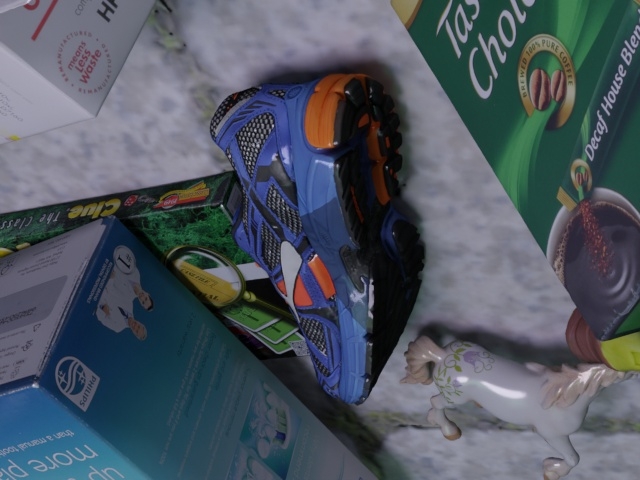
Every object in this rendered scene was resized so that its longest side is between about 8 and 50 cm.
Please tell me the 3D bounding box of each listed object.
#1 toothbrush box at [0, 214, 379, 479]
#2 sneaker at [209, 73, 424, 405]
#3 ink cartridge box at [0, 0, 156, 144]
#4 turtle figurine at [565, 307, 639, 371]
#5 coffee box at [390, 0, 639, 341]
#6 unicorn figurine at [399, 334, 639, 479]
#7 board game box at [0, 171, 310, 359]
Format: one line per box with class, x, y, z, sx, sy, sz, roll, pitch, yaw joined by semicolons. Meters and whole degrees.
toothbrush box;-0.127;0.147;0.728;0.216;0.126;0.295;-17;130;32
sneaker;0.000;0.000;0.612;0.087;0.083;0.221;14;136;25
ink cartridge box;-0.122;-0.099;0.475;0.181;0.104;0.061;-7;144;47
turtle figurine;0.208;0.077;0.509;0.269;0.087;0.217;35;170;-10
coffee box;0.092;-0.068;0.424;0.040;0.184;0.113;-11;148;-24
unicorn figurine;0.122;0.089;0.669;0.161;0.060;0.111;5;142;10
board game box;-0.138;0.032;0.721;0.259;0.030;0.136;-9;131;27
